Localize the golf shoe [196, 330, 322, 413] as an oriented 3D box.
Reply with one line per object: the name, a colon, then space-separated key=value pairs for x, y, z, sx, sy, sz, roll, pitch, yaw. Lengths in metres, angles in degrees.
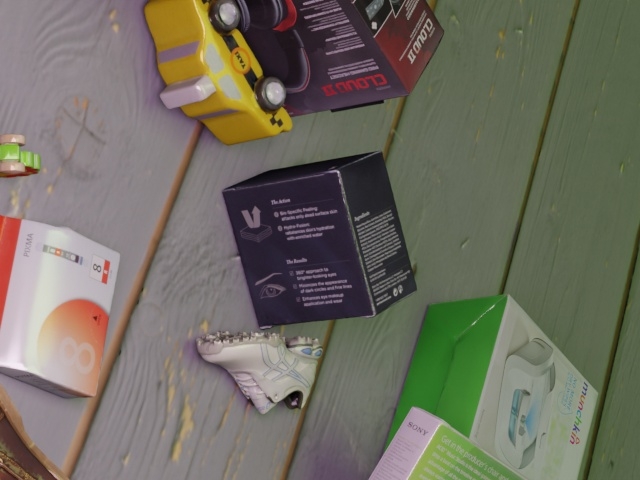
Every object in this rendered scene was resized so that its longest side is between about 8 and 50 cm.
golf shoe: x=-0.061 y=0.137 z=1.782 sx=0.176 sy=0.069 sz=0.086 roll=12 pitch=81 yaw=-49

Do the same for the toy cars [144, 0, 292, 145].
toy cars: x=-0.104 y=-0.235 z=1.647 sx=0.087 sy=0.176 sz=0.393 roll=-49 pitch=158 yaw=-38

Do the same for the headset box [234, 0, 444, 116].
headset box: x=-0.028 y=-0.250 z=1.761 sx=0.293 sy=0.218 sz=0.110 roll=56 pitch=46 yaw=-31

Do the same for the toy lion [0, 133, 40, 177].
toy lion: x=-0.295 y=-0.069 z=1.507 sx=0.100 sy=0.096 sz=0.034 roll=0 pitch=83 yaw=-12

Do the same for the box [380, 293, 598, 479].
box: x=0.201 y=0.238 z=2.052 sx=0.231 sy=0.127 sz=0.262 roll=46 pitch=50 yaw=-35

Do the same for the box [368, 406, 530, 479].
box: x=0.100 y=0.364 z=1.842 sx=0.232 sy=0.058 sz=0.322 roll=37 pitch=83 yaw=-39

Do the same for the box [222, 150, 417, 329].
box: x=0.000 y=0.000 z=1.806 sx=0.093 sy=0.156 sz=0.158 roll=-27 pitch=105 yaw=-51

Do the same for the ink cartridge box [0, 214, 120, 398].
ink cartridge box: x=-0.264 y=0.050 z=1.553 sx=0.179 sy=0.045 sz=0.145 roll=31 pitch=60 yaw=-48

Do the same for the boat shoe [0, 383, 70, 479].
boat shoe: x=-0.275 y=0.206 z=1.495 sx=0.207 sy=0.073 sz=0.073 roll=56 pitch=46 yaw=-20
